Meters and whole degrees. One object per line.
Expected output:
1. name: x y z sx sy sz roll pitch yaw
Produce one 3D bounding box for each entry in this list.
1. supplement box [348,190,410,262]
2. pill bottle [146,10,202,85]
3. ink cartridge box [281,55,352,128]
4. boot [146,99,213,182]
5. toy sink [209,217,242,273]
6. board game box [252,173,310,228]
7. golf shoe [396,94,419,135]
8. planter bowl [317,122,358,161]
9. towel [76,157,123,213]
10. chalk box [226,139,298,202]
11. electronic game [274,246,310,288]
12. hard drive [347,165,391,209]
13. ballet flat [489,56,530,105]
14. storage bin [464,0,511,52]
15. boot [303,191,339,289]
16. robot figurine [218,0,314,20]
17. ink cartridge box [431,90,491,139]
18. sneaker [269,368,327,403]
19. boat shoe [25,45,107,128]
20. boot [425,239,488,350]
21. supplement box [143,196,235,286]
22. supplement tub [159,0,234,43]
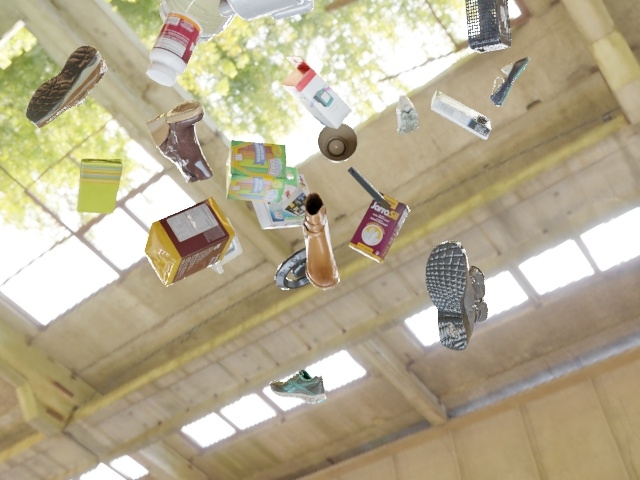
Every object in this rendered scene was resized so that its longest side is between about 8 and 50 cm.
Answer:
1. supplement box: 0.178 -0.040 2.113 0.188 0.104 0.081 -62 163 -2
2. pill bottle: -0.329 -0.426 1.566 0.086 0.086 0.152 0 -114 54
3. ink cartridge box: -0.026 -0.442 2.088 0.078 0.231 0.134 -50 -155 -3
4. boot: -0.342 -0.260 1.882 0.248 0.207 0.090 -7 -144 47
5. toy sink: -0.380 0.000 2.535 0.131 0.153 0.234 -32 -153 -20
6. board game box: -0.132 -0.145 2.524 0.053 0.193 0.305 -26 169 32
7. golf shoe: 0.268 -0.392 2.188 0.069 0.086 0.176 -16 163 -3
8. planter bowl: 0.067 -0.384 2.816 0.162 0.162 0.109 -45 176 -5
9. towel: -0.585 -0.141 1.849 0.237 0.102 0.021 123 -37 -53
10. chalk box: -0.168 -0.203 2.091 0.132 0.213 0.132 113 -24 -57
11. electronic game: -0.066 0.099 2.582 0.229 0.229 0.048 -39 -119 6
12. hard drive: 0.137 -0.145 1.952 0.022 0.094 0.135 -44 -110 7
13. ballet flat: 0.659 -0.572 2.471 0.203 0.074 0.074 -59 -153 3
14. storage bin: 0.444 -0.599 1.858 0.084 0.180 0.122 -4 -175 31
15. boot: 0.000 0.000 2.278 0.109 0.220 0.283 -4 -137 -1
16. robot figurine: -0.127 -0.705 1.844 0.353 0.300 0.200 -11 -120 22
17. ink cartridge box: 0.459 -0.419 2.298 0.045 0.206 0.208 -60 -177 23
18. sneaker: -0.054 0.357 1.753 0.166 0.065 0.076 2 -90 32
19. boat shoe: -0.830 -0.495 2.334 0.122 0.120 0.324 39 -97 26
20. boot: 0.395 0.121 1.985 0.118 0.338 0.222 9 -151 29
21. supplement box: -0.370 0.006 1.971 0.194 0.129 0.191 -26 167 -30
22. supplement tub: -0.344 -0.771 2.133 0.325 0.235 0.235 -31 -155 54
